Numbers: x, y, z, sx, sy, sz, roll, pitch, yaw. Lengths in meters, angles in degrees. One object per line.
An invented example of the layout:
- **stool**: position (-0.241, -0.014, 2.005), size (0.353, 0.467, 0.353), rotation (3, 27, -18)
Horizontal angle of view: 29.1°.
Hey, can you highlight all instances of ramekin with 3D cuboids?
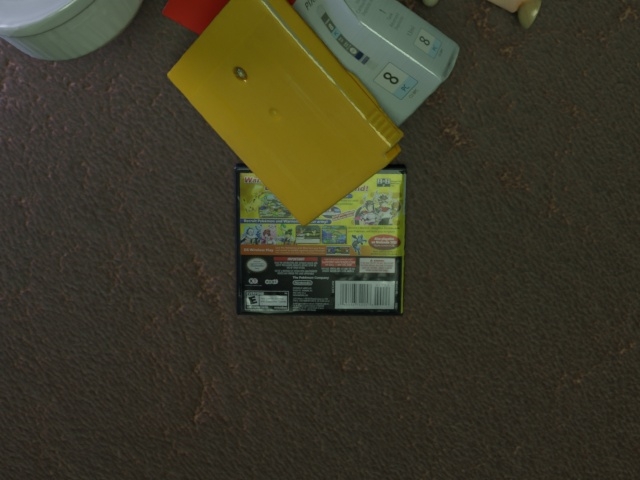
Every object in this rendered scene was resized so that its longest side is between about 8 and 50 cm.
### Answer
- **ramekin**: position (-0.372, -0.382, 1.779), size (0.273, 0.273, 0.127), rotation (-29, 146, 7)

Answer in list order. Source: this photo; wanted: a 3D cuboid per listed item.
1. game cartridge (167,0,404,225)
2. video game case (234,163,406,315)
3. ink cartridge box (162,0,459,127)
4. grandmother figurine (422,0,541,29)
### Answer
- **game cartridge**: position (-0.053, -0.198, 1.816), size (0.323, 0.052, 0.285), rotation (47, 143, -6)
- **video game case**: position (0.000, 0.000, 1.991), size (0.275, 0.035, 0.248), rotation (0, 105, 0)
- **ink cartridge box**: position (-0.037, -0.283, 1.794), size (0.385, 0.091, 0.308), rotation (32, 145, -10)
- **grandmother figurine**: position (0.188, -0.455, 1.839), size (0.342, 0.104, 0.207), rotation (23, 95, -9)
